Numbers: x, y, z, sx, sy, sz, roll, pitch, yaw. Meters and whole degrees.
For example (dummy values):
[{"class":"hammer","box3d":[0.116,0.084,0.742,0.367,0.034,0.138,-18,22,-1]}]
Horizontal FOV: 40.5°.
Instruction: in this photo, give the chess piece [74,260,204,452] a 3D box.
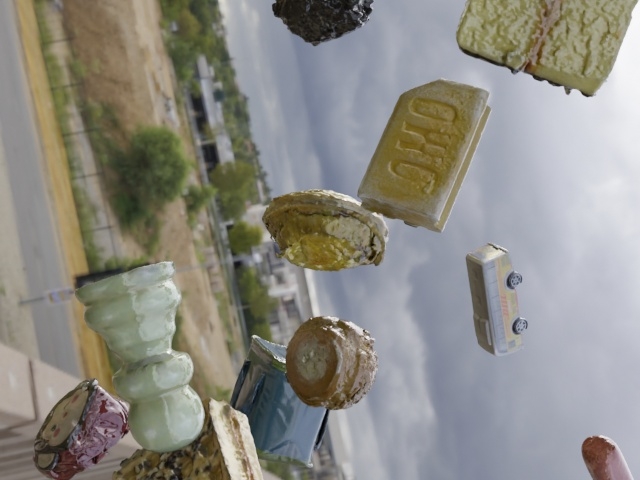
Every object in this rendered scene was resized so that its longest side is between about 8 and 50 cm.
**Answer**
[{"class":"chess piece","box3d":[-0.234,0.167,1.190,0.144,0.144,0.251,138,-64,-85]}]

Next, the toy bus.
[{"class":"toy bus","box3d":[0.407,0.143,2.016,0.092,0.106,0.268,33,-41,59]}]

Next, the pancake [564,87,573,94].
[{"class":"pancake","box3d":[0.536,-0.408,1.697,0.250,0.031,0.250,22,90,-85]}]

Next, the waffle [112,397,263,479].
[{"class":"waffle","box3d":[-0.190,0.453,1.353,0.114,0.261,0.376,38,18,-38]}]

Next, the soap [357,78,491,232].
[{"class":"soap","box3d":[0.165,-0.140,1.361,0.232,0.140,0.073,-66,161,-16]}]

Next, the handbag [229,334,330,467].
[{"class":"handbag","box3d":[-0.094,0.383,2.064,0.241,0.222,0.263,-70,-159,3]}]

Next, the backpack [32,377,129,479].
[{"class":"backpack","box3d":[-0.519,0.413,1.841,0.139,0.229,0.229,44,11,-23]}]

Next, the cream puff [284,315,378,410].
[{"class":"cream puff","box3d":[0.023,0.193,1.367,0.150,0.115,0.165,-58,-135,19]}]

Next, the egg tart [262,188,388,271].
[{"class":"egg tart","box3d":[0.000,0.000,1.769,0.291,0.290,0.107,87,14,-63]}]

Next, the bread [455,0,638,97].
[{"class":"bread","box3d":[0.370,-0.370,1.462,0.198,0.263,0.236,76,33,-83]}]

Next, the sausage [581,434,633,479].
[{"class":"sausage","box3d":[0.479,0.382,1.436,0.154,0.062,0.062,57,9,-34]}]

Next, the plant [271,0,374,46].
[{"class":"plant","box3d":[0.025,-0.389,1.334,0.131,0.203,0.142,34,51,-31]}]
